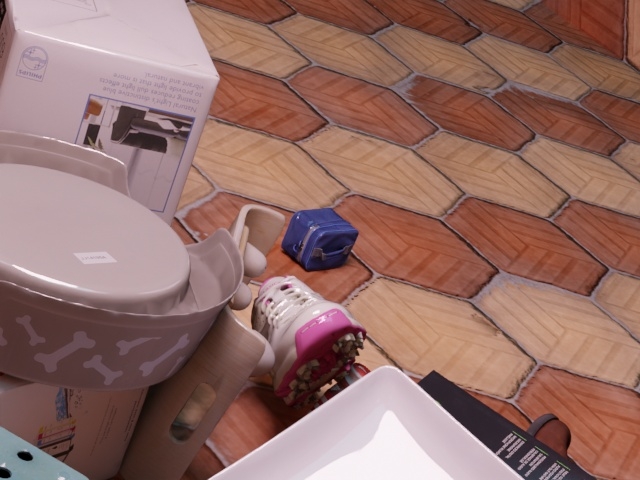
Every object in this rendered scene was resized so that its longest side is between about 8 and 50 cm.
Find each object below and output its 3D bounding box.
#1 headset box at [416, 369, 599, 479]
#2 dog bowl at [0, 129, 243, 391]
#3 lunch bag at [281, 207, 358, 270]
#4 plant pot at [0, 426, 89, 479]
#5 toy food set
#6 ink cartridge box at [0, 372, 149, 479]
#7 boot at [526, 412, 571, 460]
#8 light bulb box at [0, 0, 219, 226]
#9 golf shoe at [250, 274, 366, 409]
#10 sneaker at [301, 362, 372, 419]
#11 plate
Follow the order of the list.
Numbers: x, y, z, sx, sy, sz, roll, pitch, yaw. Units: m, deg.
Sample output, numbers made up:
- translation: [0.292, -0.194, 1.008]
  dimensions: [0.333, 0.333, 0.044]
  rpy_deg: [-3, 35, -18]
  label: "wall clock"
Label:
- translation: [0.138, 0.301, 1.708]
  dimensions: [0.283, 0.131, 0.246]
  rpy_deg: [34, 46, 24]
  label: "headset box"
- translation: [-0.251, 0.018, 1.666]
  dimensions: [0.349, 0.102, 0.349]
  rpy_deg: [18, 23, -8]
  label: "dog bowl"
- translation: [0.000, 0.000, 2.383]
  dimensions: [0.065, 0.067, 0.098]
  rpy_deg: [38, 29, 32]
  label: "lunch bag"
- translation: [-0.276, 0.272, 1.367]
  dimensions: [0.166, 0.234, 0.165]
  rpy_deg: [29, 25, 13]
  label: "plant pot"
- translation: [-0.109, 0.114, 1.864]
  dimensions: [0.092, 0.219, 0.306]
  rpy_deg: [30, 22, -9]
  label: "toy food set"
- translation: [-0.305, 0.144, 1.690]
  dimensions: [0.171, 0.168, 0.233]
  rpy_deg: [34, 26, 27]
  label: "ink cartridge box"
- translation: [0.326, 0.323, 1.954]
  dimensions: [0.280, 0.096, 0.264]
  rpy_deg: [27, 24, 8]
  label: "boot"
- translation: [-0.293, -0.113, 1.995]
  dimensions: [0.225, 0.361, 0.358]
  rpy_deg: [12, 23, -19]
  label: "light bulb box"
- translation: [-0.030, 0.098, 1.925]
  dimensions: [0.140, 0.115, 0.306]
  rpy_deg: [57, -11, 9]
  label: "golf shoe"
- translation: [0.061, 0.245, 1.924]
  dimensions: [0.221, 0.128, 0.087]
  rpy_deg: [50, 4, -16]
  label: "sneaker"
- translation: [0.055, 0.268, 1.595]
  dimensions: [0.277, 0.045, 0.278]
  rpy_deg: [-31, 57, -30]
  label: "plate"
